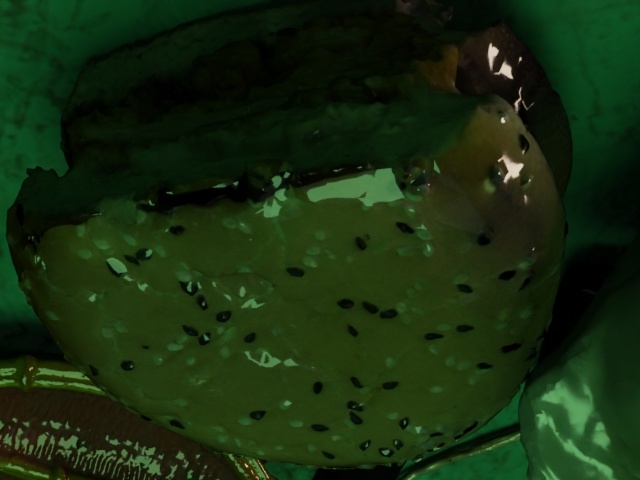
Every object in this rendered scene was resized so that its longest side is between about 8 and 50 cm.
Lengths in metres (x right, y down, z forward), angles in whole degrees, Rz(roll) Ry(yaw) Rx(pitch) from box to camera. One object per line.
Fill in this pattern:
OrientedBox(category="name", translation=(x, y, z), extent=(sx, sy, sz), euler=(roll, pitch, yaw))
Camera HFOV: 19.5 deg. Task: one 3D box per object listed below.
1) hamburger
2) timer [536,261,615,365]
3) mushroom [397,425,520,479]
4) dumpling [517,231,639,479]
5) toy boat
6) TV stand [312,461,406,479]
OrientedBox(category="hamburger", translation=(0.000, 0.000, 1.103), extent=(0.318, 0.195, 0.277), euler=(-12, 132, 21))
OrientedBox(category="timer", translation=(0.239, 0.100, 1.254), extent=(0.187, 0.055, 0.144), euler=(19, 136, 11))
OrientedBox(category="mushroom", translation=(0.152, 0.144, 1.360), extent=(0.286, 0.026, 0.028), euler=(-30, 142, 25))
OrientedBox(category="dumpling", translation=(0.274, 0.047, 1.074), extent=(0.212, 0.270, 0.320), euler=(18, 132, -31))
OrientedBox(category="toy boat", translation=(-0.165, 0.141, 1.315), extent=(0.318, 0.099, 0.141), euler=(18, 129, -12))
OrientedBox(category="TV stand", translation=(0.049, 0.123, 1.321), extent=(0.040, 0.049, 0.256), euler=(15, 133, -11))
